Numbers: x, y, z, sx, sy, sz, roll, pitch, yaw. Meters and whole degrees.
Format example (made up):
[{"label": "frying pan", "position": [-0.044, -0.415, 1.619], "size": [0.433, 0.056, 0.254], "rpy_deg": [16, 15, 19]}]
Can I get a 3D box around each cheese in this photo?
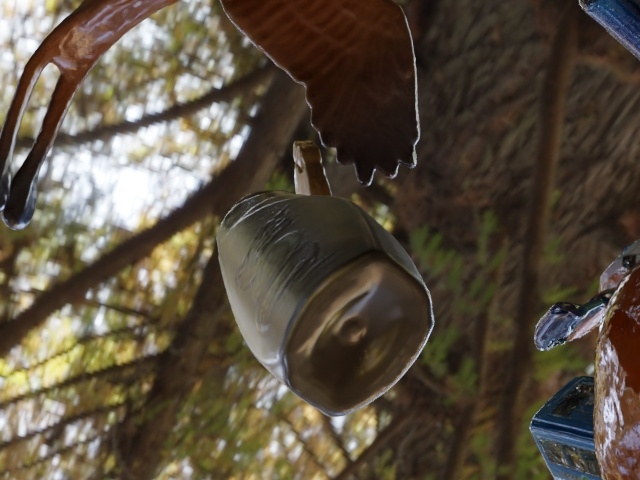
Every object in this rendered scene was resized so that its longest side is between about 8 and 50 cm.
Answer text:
[{"label": "cheese", "position": [0.419, 0.071, 1.815], "size": [0.329, 0.217, 0.129], "rpy_deg": [-18, -115, -32]}]

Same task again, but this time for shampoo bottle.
[{"label": "shampoo bottle", "position": [-0.011, 0.023, 1.028], "size": [0.084, 0.350, 0.125], "rpy_deg": [41, -87, -17]}, {"label": "shampoo bottle", "position": [0.318, -0.185, 1.296], "size": [0.183, 0.050, 0.087], "rpy_deg": [36, -149, -19]}]

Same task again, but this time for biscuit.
[{"label": "biscuit", "position": [-0.003, 0.000, 1.684], "size": [0.035, 0.249, 0.184], "rpy_deg": [-11, -144, -7]}]

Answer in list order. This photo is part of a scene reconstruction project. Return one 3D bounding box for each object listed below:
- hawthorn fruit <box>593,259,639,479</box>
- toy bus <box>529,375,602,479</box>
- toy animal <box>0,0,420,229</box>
[{"label": "hawthorn fruit", "position": [0.269, 0.115, 0.883], "size": [0.224, 0.261, 0.224], "rpy_deg": [14, -145, -10]}, {"label": "toy bus", "position": [0.345, 0.227, 1.502], "size": [0.113, 0.246, 0.134], "rpy_deg": [-39, -72, -20]}, {"label": "toy animal", "position": [-0.092, -0.174, 0.957], "size": [0.225, 0.284, 0.302], "rpy_deg": [39, -137, -47]}]
